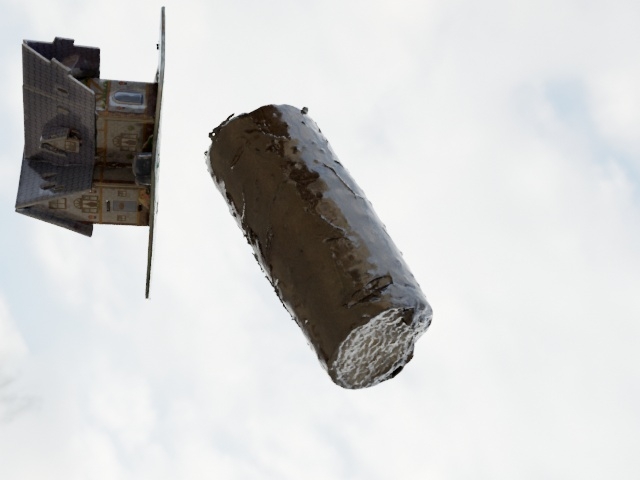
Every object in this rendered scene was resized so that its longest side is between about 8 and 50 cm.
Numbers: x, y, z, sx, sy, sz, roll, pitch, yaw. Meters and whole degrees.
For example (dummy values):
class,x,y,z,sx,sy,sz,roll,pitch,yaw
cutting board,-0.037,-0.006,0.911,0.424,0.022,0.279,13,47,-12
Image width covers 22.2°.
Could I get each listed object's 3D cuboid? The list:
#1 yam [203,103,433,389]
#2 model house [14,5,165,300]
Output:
class,x,y,z,sx,sy,sz,roll,pitch,yaw
yam,0.000,-0.001,1.519,0.280,0.131,0.131,58,-41,34
model house,-0.142,-0.056,1.006,0.088,0.117,0.167,3,-41,-6
